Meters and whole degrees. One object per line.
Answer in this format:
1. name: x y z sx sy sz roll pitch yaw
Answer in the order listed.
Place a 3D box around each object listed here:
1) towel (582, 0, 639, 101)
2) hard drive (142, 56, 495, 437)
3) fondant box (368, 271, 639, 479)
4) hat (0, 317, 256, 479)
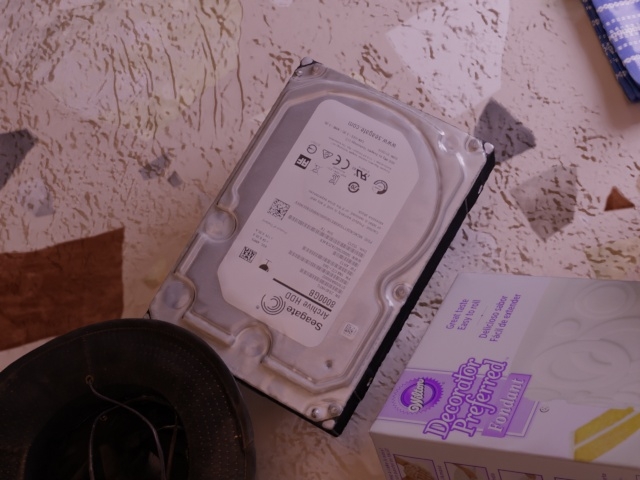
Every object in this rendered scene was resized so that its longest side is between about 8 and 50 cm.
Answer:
1. towel: 0.400 -0.334 1.358 0.243 0.040 0.336 -21 71 2
2. hard drive: 0.000 0.000 1.250 0.237 0.064 0.339 28 80 17
3. fondant box: 0.243 0.143 1.100 0.330 0.096 0.238 1 38 32
4. hat: -0.200 0.238 1.230 0.331 0.134 0.331 -5 75 18
